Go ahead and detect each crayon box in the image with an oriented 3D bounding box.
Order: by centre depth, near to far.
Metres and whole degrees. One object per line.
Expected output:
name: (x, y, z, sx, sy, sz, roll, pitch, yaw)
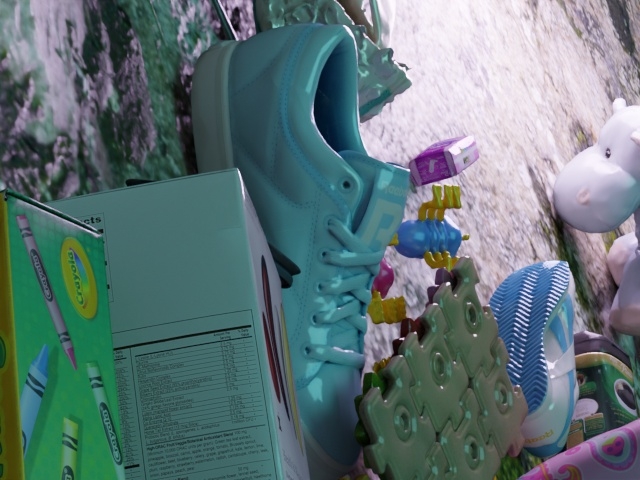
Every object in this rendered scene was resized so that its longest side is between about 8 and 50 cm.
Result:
crayon box: (-0.184, 0.134, 0.839, 0.081, 0.165, 0.278, 28, 47, -53)

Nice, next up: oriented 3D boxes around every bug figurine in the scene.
bug figurine: (0.076, 0.089, 1.453, 0.216, 0.072, 0.279, 6, 77, -53)

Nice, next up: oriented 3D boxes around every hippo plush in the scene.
hippo plush: (0.417, -0.039, 2.013, 0.236, 0.294, 0.234, 44, 13, -27)

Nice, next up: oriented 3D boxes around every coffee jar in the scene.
coffee jar: (0.298, 0.193, 1.807, 0.096, 0.079, 0.184, 36, 42, -43)

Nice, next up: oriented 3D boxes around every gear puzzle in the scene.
gear puzzle: (0.073, 0.162, 1.305, 0.339, 0.044, 0.175, -50, 123, -53)

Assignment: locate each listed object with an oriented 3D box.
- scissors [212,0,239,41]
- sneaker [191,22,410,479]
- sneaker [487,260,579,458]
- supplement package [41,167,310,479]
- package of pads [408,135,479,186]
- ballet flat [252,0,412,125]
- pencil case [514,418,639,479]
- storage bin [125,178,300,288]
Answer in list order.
scissors: (-0.042, -0.105, 1.455, 0.109, 0.021, 0.297, -6, 75, -60)
sneaker: (0.000, 0.000, 1.297, 0.135, 0.150, 0.365, 5, 71, -60)
sneaker: (0.222, 0.116, 1.728, 0.092, 0.087, 0.228, 57, 35, -37)
supplement package: (-0.091, 0.097, 0.990, 0.194, 0.149, 0.203, 74, 6, -68)
package of pads: (0.126, -0.082, 1.715, 0.083, 0.050, 0.032, -36, 109, -63)
ballet flat: (-0.011, -0.280, 1.492, 0.147, 0.147, 0.408, 15, 54, -59)
pencil case: (0.215, 0.235, 1.388, 0.124, 0.284, 0.124, 58, 12, -21)
storage bin: (-0.096, 0.028, 1.184, 0.135, 0.098, 0.091, 42, 65, -44)
